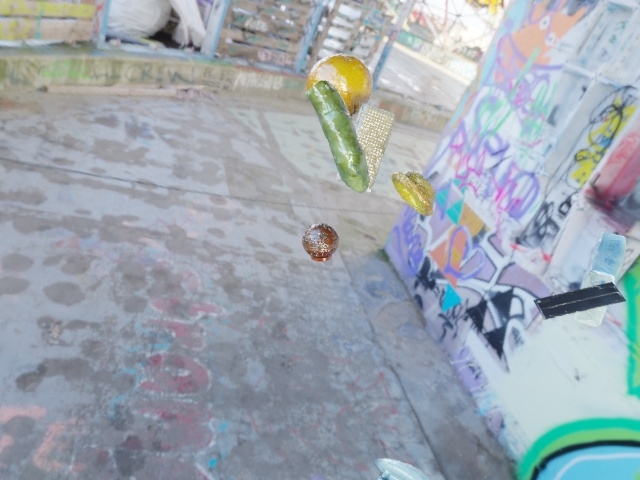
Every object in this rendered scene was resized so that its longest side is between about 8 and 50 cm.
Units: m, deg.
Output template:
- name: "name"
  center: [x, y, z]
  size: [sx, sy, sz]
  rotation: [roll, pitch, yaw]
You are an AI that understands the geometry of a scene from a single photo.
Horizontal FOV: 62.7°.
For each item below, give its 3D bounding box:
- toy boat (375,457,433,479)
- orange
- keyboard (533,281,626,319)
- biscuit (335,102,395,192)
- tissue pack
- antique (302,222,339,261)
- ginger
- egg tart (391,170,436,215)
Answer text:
- name: "toy boat"
  center: [0.165, 0.521, 1.074]
  size: [0.134, 0.078, 0.208]
  rotation: [-42, 32, -26]
- name: "orange"
  center: [0.061, -0.491, 1.685]
  size: [0.219, 0.219, 0.193]
  rotation: [8, 64, -29]
- name: "keyboard"
  center: [0.632, 0.146, 1.285]
  size: [0.202, 0.011, 0.067]
  rotation: [-13, 45, 1]
- name: "biscuit"
  center: [0.133, -0.266, 1.515]
  size: [0.108, 0.238, 0.062]
  rotation: [17, 9, -15]
- name: "tissue pack"
  center: [0.816, 0.109, 1.529]
  size: [0.089, 0.177, 0.263]
  rotation: [17, 33, 26]
- name: "antique"
  center: [0.000, 0.000, 1.395]
  size: [0.104, 0.104, 0.104]
  rotation: [19, 27, -10]
- name: "ginger"
  center: [0.049, -0.254, 1.261]
  size: [0.089, 0.137, 0.289]
  rotation: [-23, 79, -8]
- name: "egg tart"
  center: [0.303, -0.158, 1.658]
  size: [0.191, 0.074, 0.191]
  rotation: [48, 0, 0]
